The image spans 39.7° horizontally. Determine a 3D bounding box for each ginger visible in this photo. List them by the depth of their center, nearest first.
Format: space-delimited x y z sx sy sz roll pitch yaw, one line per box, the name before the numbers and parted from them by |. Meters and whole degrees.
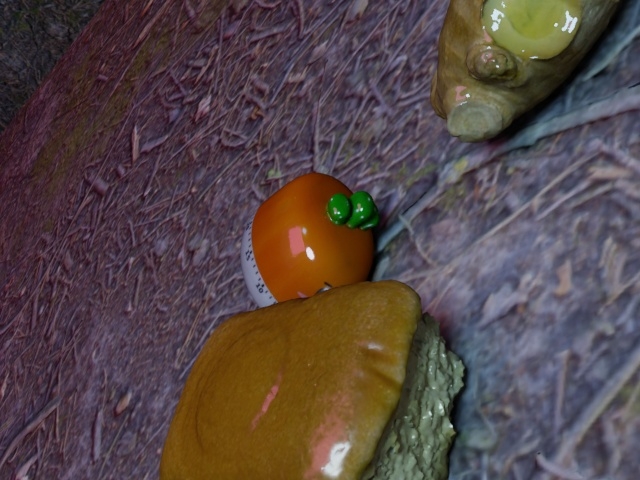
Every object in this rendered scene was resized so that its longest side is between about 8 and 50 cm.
ginger | 0.150 -0.167 0.629 0.216 0.102 0.157 -57 2 19

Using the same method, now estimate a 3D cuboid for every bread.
bread | -0.012 0.121 0.617 0.245 0.121 0.174 -18 51 54

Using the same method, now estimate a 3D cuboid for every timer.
timer | 0.000 0.000 0.734 0.136 0.099 0.136 -22 54 34
